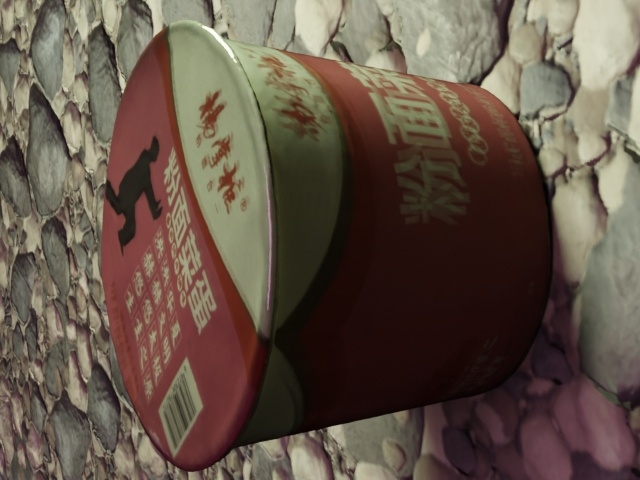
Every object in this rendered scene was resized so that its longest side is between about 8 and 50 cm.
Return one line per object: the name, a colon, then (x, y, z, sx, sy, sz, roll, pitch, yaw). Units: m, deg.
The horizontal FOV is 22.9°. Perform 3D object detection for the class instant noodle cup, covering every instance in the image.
instant noodle cup: (0.000, 0.000, 0.854, 0.235, 0.179, 0.234, 7, 98, 63)
